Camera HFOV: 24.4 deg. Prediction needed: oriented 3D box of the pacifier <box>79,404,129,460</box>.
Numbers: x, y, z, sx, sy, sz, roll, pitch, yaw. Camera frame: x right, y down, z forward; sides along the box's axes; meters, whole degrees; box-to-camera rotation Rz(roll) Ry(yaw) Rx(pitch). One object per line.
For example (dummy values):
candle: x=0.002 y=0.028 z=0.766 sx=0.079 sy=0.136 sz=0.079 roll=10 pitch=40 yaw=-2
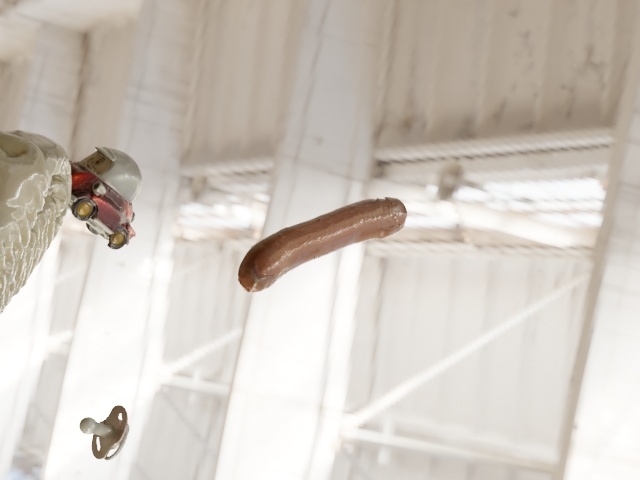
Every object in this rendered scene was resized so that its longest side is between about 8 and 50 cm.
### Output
pacifier: x=-0.344 y=0.301 z=2.330 sx=0.099 sy=0.078 sz=0.081 roll=-46 pitch=-142 yaw=25

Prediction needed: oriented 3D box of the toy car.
toy car: x=-0.288 y=-0.067 z=1.982 sx=0.112 sy=0.139 sz=0.112 roll=-51 pitch=-141 yaw=-7

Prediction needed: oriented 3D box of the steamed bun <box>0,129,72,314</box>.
steamed bun: x=-0.442 y=-0.004 z=1.676 sx=0.324 sy=0.219 sz=0.310 roll=-61 pitch=-179 yaw=0

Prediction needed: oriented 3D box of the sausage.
sausage: x=0.000 y=0.000 z=1.314 sx=0.043 sy=0.186 sz=0.043 roll=30 pitch=-50 yaw=42
